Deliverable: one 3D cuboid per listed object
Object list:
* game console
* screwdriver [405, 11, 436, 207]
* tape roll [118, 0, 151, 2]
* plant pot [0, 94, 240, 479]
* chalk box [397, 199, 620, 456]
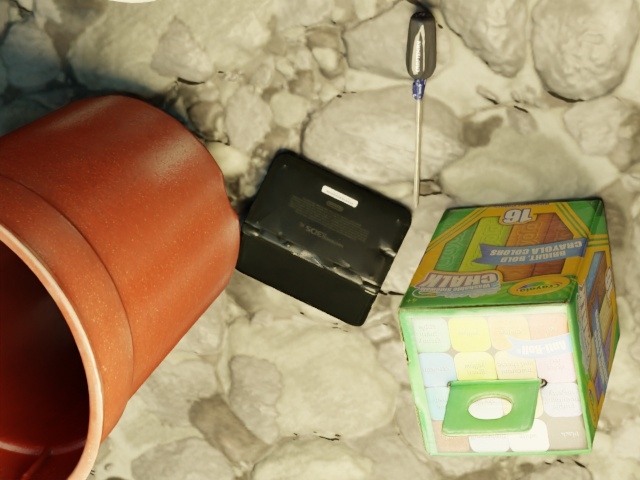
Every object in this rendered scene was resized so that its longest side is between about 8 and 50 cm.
[{"bbox_3d":[0.000,0.000,1.579,0.122,0.071,0.107,25,91,2],"label":"game console"},{"bbox_3d":[0.072,-0.098,1.501,0.025,0.024,0.170,-4,122,-15],"label":"screwdriver"},{"bbox_3d":[-0.158,-0.303,1.309,0.100,0.286,0.286,-35,103,29],"label":"tape roll"},{"bbox_3d":[-0.209,0.027,1.489,0.272,0.265,0.272,14,122,24],"label":"plant pot"},{"bbox_3d":[0.141,0.075,1.459,0.132,0.213,0.132,-3,116,18],"label":"chalk box"}]
